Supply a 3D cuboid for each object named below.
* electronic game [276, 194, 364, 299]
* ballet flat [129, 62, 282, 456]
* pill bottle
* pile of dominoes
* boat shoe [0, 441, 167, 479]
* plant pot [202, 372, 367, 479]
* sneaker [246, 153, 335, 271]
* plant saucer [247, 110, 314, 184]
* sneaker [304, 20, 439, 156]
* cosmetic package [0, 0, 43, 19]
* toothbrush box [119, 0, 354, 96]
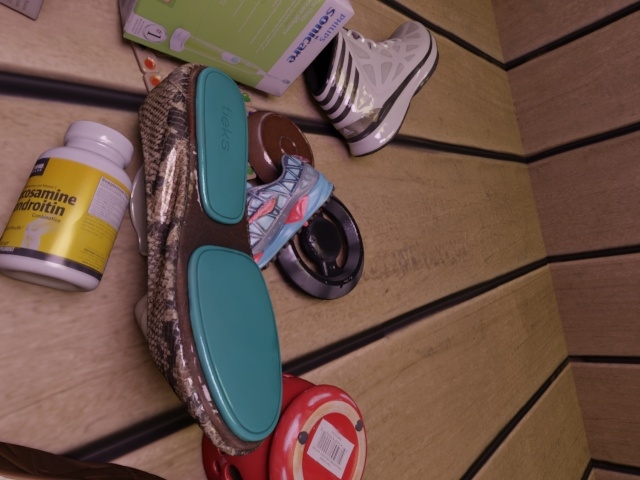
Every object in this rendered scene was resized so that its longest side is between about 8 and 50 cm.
[{"bbox_3d":[0.000,0.000,0.776,0.229,0.048,0.229,18,62,-36],"label":"electronic game"},{"bbox_3d":[-0.164,0.009,0.518,0.164,0.182,0.483,19,56,-59],"label":"ballet flat"},{"bbox_3d":[-0.282,-0.040,0.467,0.103,0.103,0.184,26,62,-38],"label":"pill bottle"},{"bbox_3d":[-0.170,-0.215,0.666,0.196,0.040,0.251,-24,98,-45],"label":"pile of dominoes"},{"bbox_3d":[-0.247,0.300,0.425,0.302,0.109,0.098,36,66,-31],"label":"boat shoe"},{"bbox_3d":[-0.045,0.292,0.576,0.191,0.174,0.191,10,75,-41],"label":"plant pot"},{"bbox_3d":[-0.103,-0.031,0.636,0.125,0.104,0.262,45,71,-7],"label":"sneaker"},{"bbox_3d":[-0.065,-0.161,0.726,0.168,0.029,0.169,28,51,-41],"label":"plant saucer"},{"bbox_3d":[0.116,-0.428,0.909,0.257,0.169,0.448,45,55,-30],"label":"sneaker"},{"bbox_3d":[-0.423,-0.403,0.352,0.365,0.196,0.155,20,67,-42],"label":"cosmetic package"},{"bbox_3d":[-0.125,-0.367,0.616,0.283,0.206,0.122,6,60,-43],"label":"toothbrush box"}]
